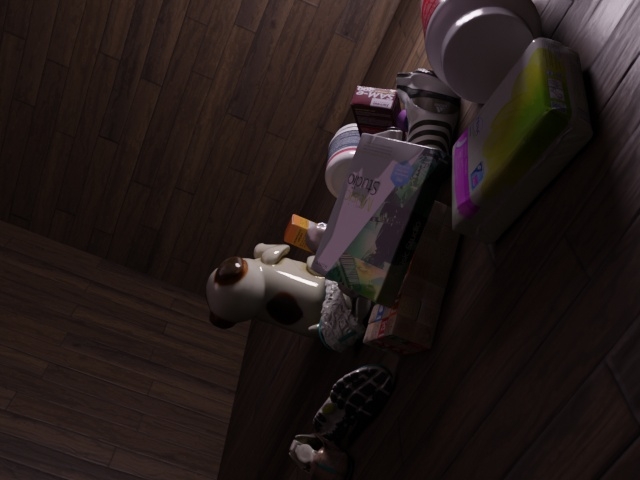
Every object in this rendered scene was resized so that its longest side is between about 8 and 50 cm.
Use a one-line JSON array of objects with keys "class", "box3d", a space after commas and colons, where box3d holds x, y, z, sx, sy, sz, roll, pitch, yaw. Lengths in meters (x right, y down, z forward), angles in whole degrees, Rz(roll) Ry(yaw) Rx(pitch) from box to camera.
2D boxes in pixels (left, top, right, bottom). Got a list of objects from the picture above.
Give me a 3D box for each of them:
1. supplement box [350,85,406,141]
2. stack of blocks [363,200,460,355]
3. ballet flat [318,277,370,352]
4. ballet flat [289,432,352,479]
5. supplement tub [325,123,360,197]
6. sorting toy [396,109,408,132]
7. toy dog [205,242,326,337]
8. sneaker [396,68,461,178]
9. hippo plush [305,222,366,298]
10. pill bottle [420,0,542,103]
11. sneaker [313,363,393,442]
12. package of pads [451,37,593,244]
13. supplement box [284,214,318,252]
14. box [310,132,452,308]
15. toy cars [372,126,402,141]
[{"class": "supplement box", "box3d": [0.181, -0.364, 2.075, 0.239, 0.130, 0.073, 64, -140, -62]}, {"class": "stack of blocks", "box3d": [0.195, 0.081, 1.421, 0.171, 0.087, 0.297, 138, 152, -70]}, {"class": "ballet flat", "box3d": [0.085, 0.139, 1.889, 0.409, 0.147, 0.147, -85, 19, -51]}, {"class": "ballet flat", "box3d": [-0.014, 0.500, 1.596, 0.316, 0.106, 0.108, 142, 149, -72]}, {"class": "supplement tub", "box3d": [0.117, -0.269, 2.325, 0.272, 0.191, 0.191, -83, 18, -56]}, {"class": "sorting toy", "box3d": [0.220, -0.199, 1.974, 0.126, 0.127, 0.366, 32, 99, 51]}, {"class": "toy dog", "box3d": [-0.148, 0.176, 2.091, 0.395, 0.407, 0.285, -99, 21, -53]}, {"class": "sneaker", "box3d": [0.246, -0.280, 1.711, 0.447, 0.169, 0.258, -70, -7, -80]}, {"class": "hippo plush", "box3d": [0.139, 0.000, 1.745, 0.236, 0.234, 0.294, -42, -21, 30]}, {"class": "pill bottle", "box3d": [0.329, -0.446, 1.419, 0.408, 0.229, 0.229, -81, 16, -55]}, {"class": "sneaker", "box3d": [0.071, 0.341, 1.510, 0.275, 0.107, 0.110, -51, 0, 42]}, {"class": "package of pads", "box3d": [0.335, -0.171, 1.170, 0.296, 0.101, 0.229, 123, 164, -46]}, {"class": "supplement box", "box3d": [0.000, 0.000, 2.251, 0.080, 0.233, 0.078, -94, 28, -63]}, {"class": "box", "box3d": [0.116, -0.050, 1.397, 0.232, 0.058, 0.322, 23, 94, 51]}, {"class": "toy cars", "box3d": [0.141, -0.153, 1.577, 0.394, 0.087, 0.176, -93, 13, -52]}]
